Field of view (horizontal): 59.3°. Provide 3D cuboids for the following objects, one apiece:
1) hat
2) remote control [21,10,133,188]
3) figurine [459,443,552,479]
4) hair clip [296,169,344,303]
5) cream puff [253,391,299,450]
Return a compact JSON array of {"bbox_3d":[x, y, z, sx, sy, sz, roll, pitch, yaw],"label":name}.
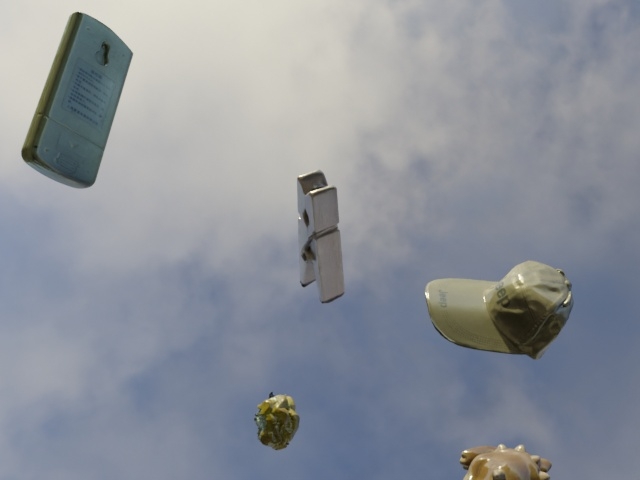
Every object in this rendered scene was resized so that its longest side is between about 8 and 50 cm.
[{"bbox_3d":[0.338,0.105,1.073,0.214,0.244,0.149,-91,-162,-52],"label":"hat"},{"bbox_3d":[-0.320,-0.187,0.753,0.038,0.098,0.233,-5,-114,33],"label":"remote control"},{"bbox_3d":[0.406,0.515,1.154,0.177,0.247,0.173,-64,-160,-13],"label":"figurine"},{"bbox_3d":[-0.004,0.001,1.270,0.101,0.085,0.331,54,-22,42],"label":"hair clip"},{"bbox_3d":[-0.120,0.506,1.552,0.156,0.121,0.156,176,-90,-71],"label":"cream puff"}]
